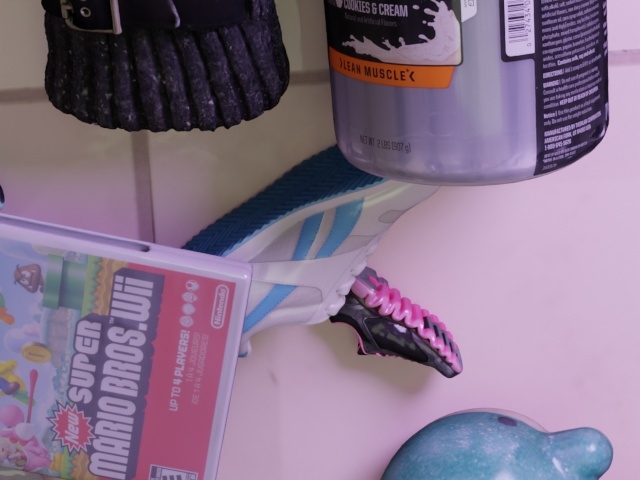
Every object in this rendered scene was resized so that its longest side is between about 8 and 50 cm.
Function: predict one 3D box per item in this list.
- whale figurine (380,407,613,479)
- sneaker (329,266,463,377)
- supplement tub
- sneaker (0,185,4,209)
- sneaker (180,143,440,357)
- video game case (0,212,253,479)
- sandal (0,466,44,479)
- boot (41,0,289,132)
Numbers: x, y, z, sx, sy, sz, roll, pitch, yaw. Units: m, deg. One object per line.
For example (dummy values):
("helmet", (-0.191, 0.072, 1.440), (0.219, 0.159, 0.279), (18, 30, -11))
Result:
("whale figurine", (0.164, 0.243, 1.319), (0.272, 0.141, 0.216), (28, 106, 14))
("sneaker", (0.056, 0.073, 1.340), (0.119, 0.047, 0.057), (38, 108, -11))
("supplement tub", (0.094, -0.210, 1.161), (0.193, 0.193, 0.316), (-7, 110, -5))
("sneaker", (-0.281, -0.044, 1.257), (0.069, 0.038, 0.098), (-40, 100, 9))
("sneaker", (0.000, 0.000, 1.287), (0.228, 0.087, 0.092), (-30, 114, 13))
("video game case", (-0.204, 0.082, 1.275), (0.285, 0.025, 0.204), (11, 116, 1))
("sandal", (-0.218, 0.273, 1.365), (0.102, 0.076, 0.265), (-23, 91, -14))
("boot", (-0.187, -0.213, 1.159), (0.348, 0.131, 0.260), (18, 141, 16))
